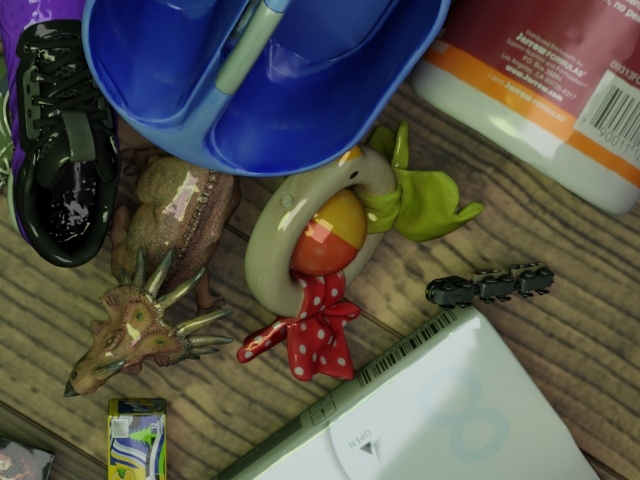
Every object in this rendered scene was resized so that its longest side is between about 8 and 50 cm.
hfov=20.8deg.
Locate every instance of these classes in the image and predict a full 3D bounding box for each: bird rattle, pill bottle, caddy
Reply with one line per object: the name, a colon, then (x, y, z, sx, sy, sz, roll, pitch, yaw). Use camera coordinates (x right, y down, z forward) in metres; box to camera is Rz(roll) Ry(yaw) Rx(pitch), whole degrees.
bird rattle: (0.000, 0.000, 1.501, 0.253, 0.207, 0.143, -45, 60, 3)
pill bottle: (0.265, -0.239, 1.462, 0.224, 0.224, 0.392, 31, 95, -9)
caddy: (-0.039, -0.194, 1.328, 0.241, 0.179, 0.341, 25, 134, -11)

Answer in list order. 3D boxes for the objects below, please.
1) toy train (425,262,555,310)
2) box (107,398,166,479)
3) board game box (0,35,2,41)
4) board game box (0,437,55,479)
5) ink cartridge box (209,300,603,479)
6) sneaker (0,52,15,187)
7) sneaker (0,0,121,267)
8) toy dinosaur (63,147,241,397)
toy train: (0.152, 0.040, 1.560, 0.158, 0.036, 0.027, -7, 110, -42)
box: (-0.166, 0.232, 1.585, 0.054, 0.059, 0.169, 0, 99, -6)
board game box: (-0.291, -0.239, 1.496, 0.201, 0.035, 0.136, -1, 87, -4)
board game box: (-0.350, 0.284, 1.554, 0.165, 0.042, 0.243, 16, 81, -8)
ink cartridge box: (0.125, 0.292, 1.605, 0.308, 0.091, 0.385, -37, 99, 2)
sneaker: (-0.291, -0.071, 1.517, 0.086, 0.064, 0.192, 8, 91, -4)
sneaker: (-0.204, -0.111, 1.423, 0.102, 0.146, 0.293, -5, 112, -14)
toy dinosaur: (-0.120, -0.008, 1.478, 0.127, 0.200, 0.295, 13, 97, -7)
